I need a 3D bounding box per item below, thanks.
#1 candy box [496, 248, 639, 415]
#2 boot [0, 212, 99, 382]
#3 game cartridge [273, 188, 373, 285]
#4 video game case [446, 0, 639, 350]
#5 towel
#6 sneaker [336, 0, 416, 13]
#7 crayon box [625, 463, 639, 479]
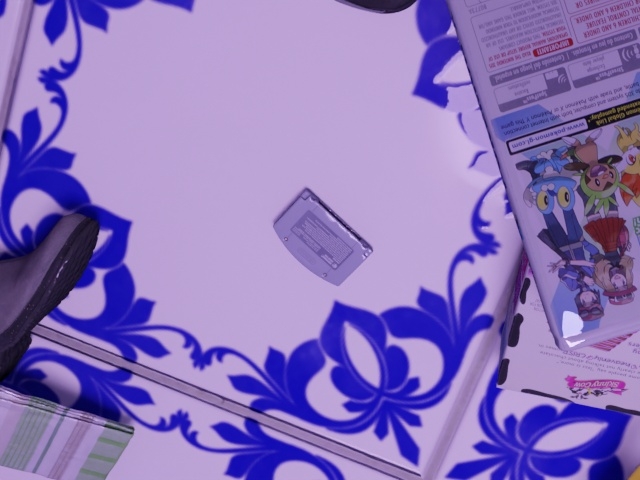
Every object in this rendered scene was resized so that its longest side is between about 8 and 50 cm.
[{"bbox_3d":[0.242,0.033,0.787,0.159,0.071,0.233,11,129,6],"label":"candy box"},{"bbox_3d":[-0.331,0.032,0.922,0.161,0.083,0.246,40,115,-3],"label":"boot"},{"bbox_3d":[0.000,0.000,0.888,0.083,0.017,0.056,43,106,-5],"label":"game cartridge"},{"bbox_3d":[0.277,-0.113,0.669,0.328,0.036,0.300,-17,87,5],"label":"video game case"},{"bbox_3d":[-0.273,0.195,0.966,0.152,0.023,0.113,21,130,-19],"label":"towel"},{"bbox_3d":[-0.020,-0.251,0.748,0.228,0.132,0.086,38,110,-3],"label":"sneaker"},{"bbox_3d":[0.419,0.240,0.848,0.318,0.081,0.202,31,111,-3],"label":"crayon box"}]
